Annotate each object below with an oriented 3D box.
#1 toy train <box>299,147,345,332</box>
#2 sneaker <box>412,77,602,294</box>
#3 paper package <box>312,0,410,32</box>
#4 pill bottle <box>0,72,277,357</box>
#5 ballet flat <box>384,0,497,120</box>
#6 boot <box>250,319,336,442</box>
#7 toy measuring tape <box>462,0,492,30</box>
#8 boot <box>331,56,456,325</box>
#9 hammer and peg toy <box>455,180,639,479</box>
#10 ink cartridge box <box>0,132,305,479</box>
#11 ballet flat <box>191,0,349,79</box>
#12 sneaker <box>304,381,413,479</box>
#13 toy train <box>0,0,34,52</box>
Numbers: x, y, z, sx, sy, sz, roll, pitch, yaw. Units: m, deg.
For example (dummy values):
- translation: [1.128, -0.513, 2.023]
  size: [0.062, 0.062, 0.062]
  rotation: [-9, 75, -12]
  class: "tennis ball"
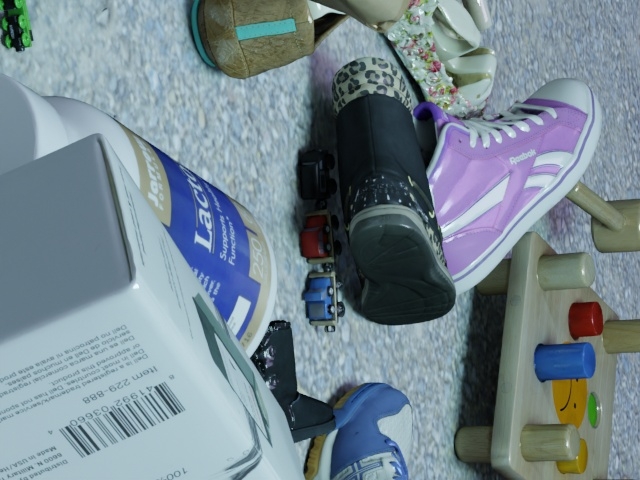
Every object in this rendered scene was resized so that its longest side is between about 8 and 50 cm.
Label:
- translation: [0.000, 0.000, 1.594]
  size: [0.036, 0.027, 0.158]
  rotation: [-2, 88, -59]
  class: "toy train"
- translation: [0.164, -0.095, 1.784]
  size: [0.282, 0.102, 0.161]
  rotation: [-51, 126, -29]
  class: "sneaker"
- translation: [-0.030, -0.343, 1.196]
  size: [0.325, 0.309, 0.168]
  rotation: [-63, 152, -4]
  class: "paper package"
- translation: [-0.151, 0.000, 1.175]
  size: [0.265, 0.153, 0.153]
  rotation: [34, 57, -56]
  class: "pill bottle"
- translation: [0.125, -0.178, 1.800]
  size: [0.241, 0.077, 0.091]
  rotation: [46, 48, -51]
  class: "ballet flat"
- translation: [-0.029, 0.113, 1.510]
  size: [0.121, 0.045, 0.099]
  rotation: [-10, 92, -61]
  class: "boot"
- translation: [0.227, -0.303, 1.926]
  size: [0.330, 0.121, 0.121]
  rotation: [-64, 141, -59]
  class: "toy measuring tape"
- translation: [0.064, -0.037, 1.649]
  size: [0.236, 0.085, 0.178]
  rotation: [68, 14, -64]
  class: "boot"
- translation: [0.250, 0.100, 1.949]
  size: [0.266, 0.127, 0.361]
  rotation: [38, 53, -52]
  class: "hammer and peg toy"
- translation: [-0.149, 0.106, 1.063]
  size: [0.289, 0.211, 0.121]
  rotation: [62, 7, -47]
  class: "ink cartridge box"
- translation: [0.018, -0.231, 1.553]
  size: [0.342, 0.124, 0.116]
  rotation: [-46, 126, -55]
  class: "ballet flat"
- translation: [0.051, 0.244, 1.551]
  size: [0.112, 0.131, 0.296]
  rotation: [58, 37, -38]
  class: "sneaker"
- translation: [-0.205, -0.167, 1.241]
  size: [0.024, 0.017, 0.083]
  rotation: [-38, 120, -70]
  class: "toy train"
